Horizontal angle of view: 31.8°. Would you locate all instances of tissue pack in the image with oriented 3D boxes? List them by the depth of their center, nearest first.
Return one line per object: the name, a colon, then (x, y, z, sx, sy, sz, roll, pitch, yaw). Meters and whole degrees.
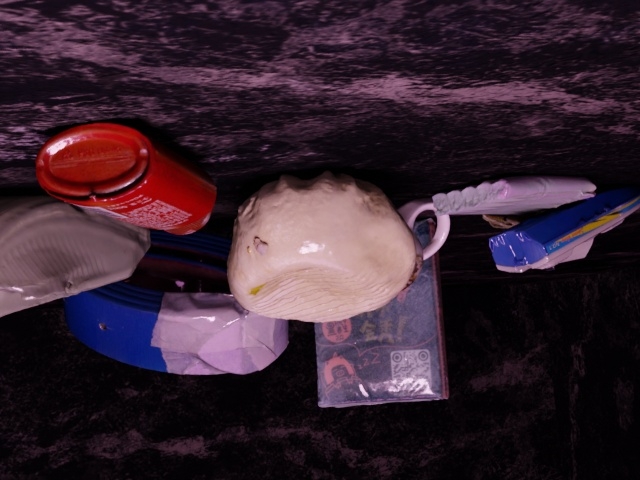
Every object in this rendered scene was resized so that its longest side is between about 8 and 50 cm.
tissue pack: (0.101, 0.130, 1.973, 0.228, 0.316, 0.103, -5, 172, 11)

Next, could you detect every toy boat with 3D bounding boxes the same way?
toy boat: (0.409, -0.026, 1.748, 0.295, 0.088, 0.129, -24, -175, -29)

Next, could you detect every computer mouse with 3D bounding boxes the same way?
computer mouse: (-0.379, 0.015, 1.378, 0.228, 0.145, 0.429, -17, -179, 26)

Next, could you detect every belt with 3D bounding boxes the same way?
belt: (-0.214, 0.081, 1.627, 0.347, 0.117, 0.212, 11, -146, 13)

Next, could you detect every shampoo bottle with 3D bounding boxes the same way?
shampoo bottle: (-0.182, -0.057, 1.168, 0.118, 0.076, 0.314, -10, 173, 8)

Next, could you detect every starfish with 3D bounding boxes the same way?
starfish: (0.372, -0.030, 1.965, 0.223, 0.050, 0.217, 15, 168, -39)

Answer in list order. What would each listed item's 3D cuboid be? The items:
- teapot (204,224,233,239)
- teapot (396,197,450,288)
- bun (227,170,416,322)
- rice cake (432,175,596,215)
teapot: (-0.123, 0.021, 1.783, 0.119, 0.130, 0.166, 8, -153, 8)
teapot: (0.060, 0.003, 1.655, 0.298, 0.139, 0.204, -4, -159, -35)
bun: (0.000, 0.000, 1.441, 0.259, 0.160, 0.259, 1, 155, 1)
rice cake: (0.283, -0.064, 1.648, 0.198, 0.037, 0.189, -2, 173, -31)
